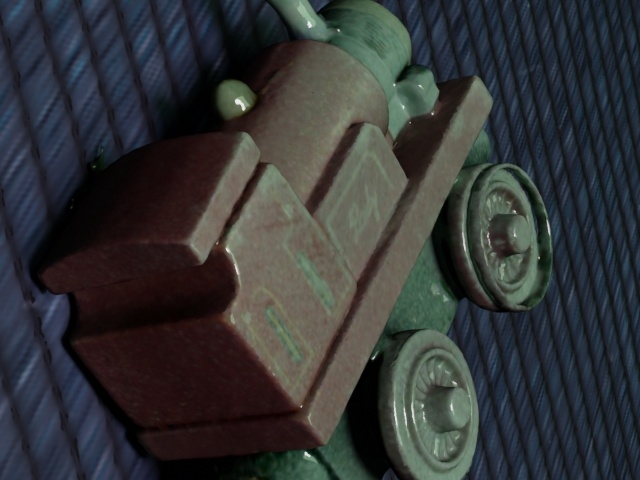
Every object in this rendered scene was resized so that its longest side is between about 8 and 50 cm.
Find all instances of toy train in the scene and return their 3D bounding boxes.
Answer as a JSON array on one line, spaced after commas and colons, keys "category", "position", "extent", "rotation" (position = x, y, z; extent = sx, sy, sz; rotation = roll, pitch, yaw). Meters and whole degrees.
[{"category": "toy train", "position": [0.000, 0.000, 0.901], "extent": [0.221, 0.150, 0.304], "rotation": [56, 41, -28]}]
